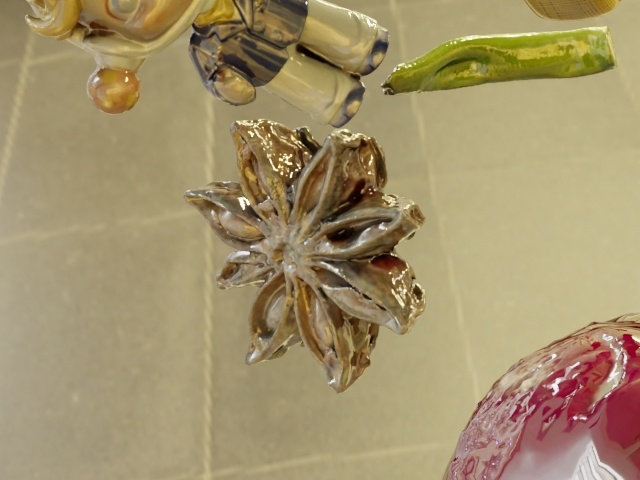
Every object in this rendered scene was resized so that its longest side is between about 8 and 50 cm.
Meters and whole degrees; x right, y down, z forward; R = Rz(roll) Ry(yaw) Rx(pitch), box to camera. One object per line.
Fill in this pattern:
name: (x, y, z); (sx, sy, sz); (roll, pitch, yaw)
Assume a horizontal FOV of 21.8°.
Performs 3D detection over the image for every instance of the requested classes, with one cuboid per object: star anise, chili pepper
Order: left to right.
star anise: (-0.001, 0.000, 1.397); (0.236, 0.223, 0.109); (12, 28, 36)
chili pepper: (0.146, -0.148, 1.375); (0.202, 0.052, 0.050); (-8, 57, -2)

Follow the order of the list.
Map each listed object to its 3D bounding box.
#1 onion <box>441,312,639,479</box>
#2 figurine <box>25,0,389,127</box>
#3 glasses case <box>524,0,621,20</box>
onion: (0.295, 0.151, 0.951); (0.420, 0.398, 0.398); (-51, 39, 4)
figurine: (-0.083, -0.184, 1.178); (0.274, 0.193, 0.133); (2, 14, -19)
glasses case: (0.150, -0.240, 1.173); (0.079, 0.234, 0.064); (3, 58, 30)
